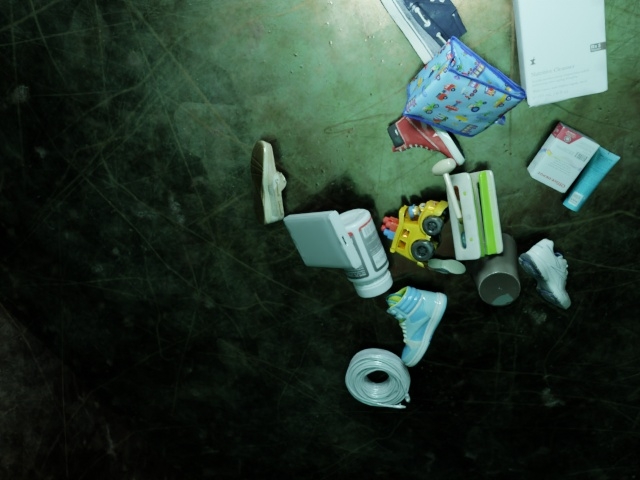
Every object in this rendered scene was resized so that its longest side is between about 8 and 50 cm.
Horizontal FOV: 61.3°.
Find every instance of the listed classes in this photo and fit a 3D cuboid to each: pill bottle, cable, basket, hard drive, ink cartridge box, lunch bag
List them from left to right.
[{"bbox_3d":[0.000,0.000,1.852,0.307,0.040,0.203,-1,119,58],"label":"hard drive"},{"bbox_3d":[0.143,0.047,1.895,0.161,0.161,0.283,-16,112,18],"label":"pill bottle"},{"bbox_3d":[0.231,0.549,2.164,0.257,0.089,0.257,-1,115,12],"label":"cable"},{"bbox_3d":[0.428,-0.410,1.576,0.293,0.138,0.221,24,148,-17],"label":"lunch bag"},{"bbox_3d":[0.582,0.107,1.804,0.154,0.227,0.204,30,118,-4],"label":"basket"},{"bbox_3d":[0.751,-0.257,1.682,0.127,0.072,0.175,27,117,-3],"label":"ink cartridge box"}]

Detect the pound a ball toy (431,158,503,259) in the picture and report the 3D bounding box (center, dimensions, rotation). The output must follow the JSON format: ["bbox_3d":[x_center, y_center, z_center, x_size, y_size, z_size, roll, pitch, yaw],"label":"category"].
[{"bbox_3d":[0.445,-0.098,1.714,0.135,0.208,0.319,-6,94,55],"label":"pound a ball toy"}]

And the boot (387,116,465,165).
[{"bbox_3d":[0.334,-0.304,1.734,0.176,0.088,0.244,-40,95,25],"label":"boot"}]

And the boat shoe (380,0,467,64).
[{"bbox_3d":[0.278,-0.679,1.550,0.158,0.127,0.340,-35,113,18],"label":"boat shoe"}]

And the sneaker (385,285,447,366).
[{"bbox_3d":[0.317,0.307,2.012,0.208,0.127,0.319,20,108,-1],"label":"sneaker"}]

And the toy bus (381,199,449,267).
[{"bbox_3d":[0.315,-0.050,1.840,0.211,0.149,0.220,23,116,17],"label":"toy bus"}]

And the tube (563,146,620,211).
[{"bbox_3d":[0.852,-0.191,1.712,0.080,0.052,0.207,24,112,-7],"label":"tube"}]

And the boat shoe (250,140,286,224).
[{"bbox_3d":[-0.175,-0.202,1.877,0.098,0.109,0.302,-15,118,-26],"label":"boat shoe"}]

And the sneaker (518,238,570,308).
[{"bbox_3d":[0.795,0.121,1.838,0.129,0.111,0.297,-43,120,-7],"label":"sneaker"}]

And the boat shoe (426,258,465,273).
[{"bbox_3d":[0.447,0.095,1.929,0.137,0.049,0.043,8,159,4],"label":"boat shoe"}]

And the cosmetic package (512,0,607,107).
[{"bbox_3d":[0.655,-0.593,1.491,0.217,0.156,0.385,-10,114,17],"label":"cosmetic package"}]
